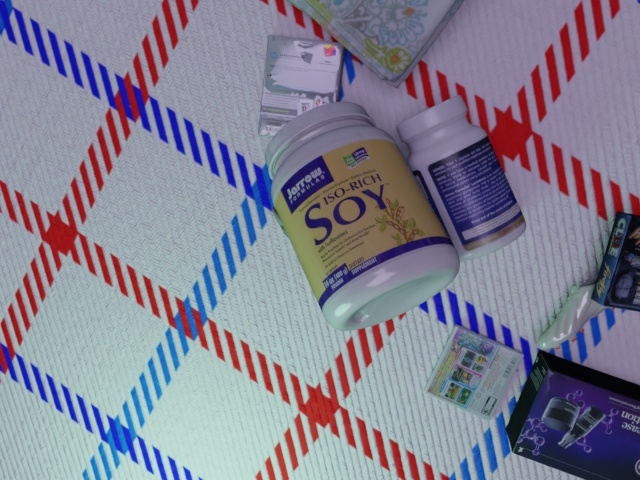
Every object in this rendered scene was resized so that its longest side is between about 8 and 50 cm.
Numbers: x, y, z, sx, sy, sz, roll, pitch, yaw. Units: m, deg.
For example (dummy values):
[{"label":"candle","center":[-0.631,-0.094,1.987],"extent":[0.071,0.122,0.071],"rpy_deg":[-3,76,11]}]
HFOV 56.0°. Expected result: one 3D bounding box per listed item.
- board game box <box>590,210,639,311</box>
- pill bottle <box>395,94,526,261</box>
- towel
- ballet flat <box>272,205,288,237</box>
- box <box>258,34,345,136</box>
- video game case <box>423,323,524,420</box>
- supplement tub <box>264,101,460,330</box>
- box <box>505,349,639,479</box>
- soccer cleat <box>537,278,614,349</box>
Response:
[{"label":"board game box","center":[0.617,0.051,1.058],"extent":[0.243,0.042,0.165],"rpy_deg":[9,103,-9]},{"label":"pill bottle","center":[0.243,-0.109,1.065],"extent":[0.153,0.153,0.265],"rpy_deg":[-24,96,13]},{"label":"towel","center":[0.116,-0.491,0.990],"extent":[0.320,0.090,0.374],"rpy_deg":[44,122,11]},{"label":"ballet flat","center":[0.000,0.000,1.174],"extent":[0.221,0.077,0.079],"rpy_deg":[24,129,4]},{"label":"box","center":[-0.036,-0.283,1.139],"extent":[0.145,0.038,0.186],"rpy_deg":[8,103,7]},{"label":"video game case","center":[0.302,0.263,1.194],"extent":[0.143,0.019,0.157],"rpy_deg":[23,104,5]},{"label":"supplement tub","center":[0.060,-0.041,1.020],"extent":[0.241,0.241,0.331],"rpy_deg":[-31,69,13]},{"label":"box","center":[0.512,0.347,1.135],"extent":[0.261,0.103,0.184],"rpy_deg":[19,105,6]},{"label":"soccer cleat","center":[0.476,0.127,1.120],"extent":[0.196,0.068,0.076],"rpy_deg":[-40,87,7]}]
